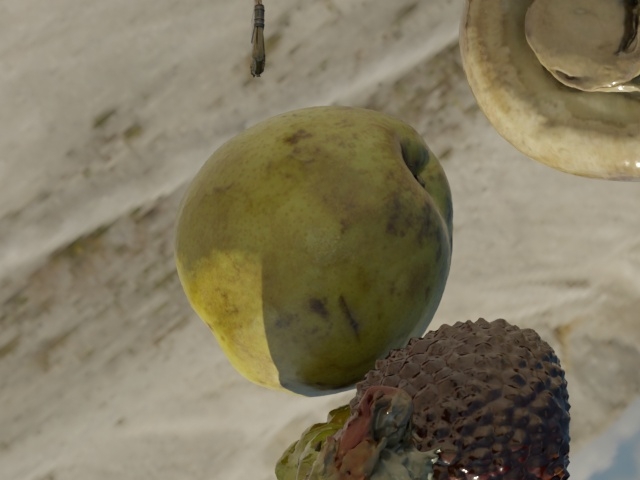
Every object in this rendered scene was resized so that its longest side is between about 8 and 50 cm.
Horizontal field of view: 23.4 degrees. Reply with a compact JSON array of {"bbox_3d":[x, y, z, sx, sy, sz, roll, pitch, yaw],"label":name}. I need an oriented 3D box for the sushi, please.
[{"bbox_3d":[0.025,0.194,1.075,0.097,0.103,0.226,-24,140,-36],"label":"sushi"}]

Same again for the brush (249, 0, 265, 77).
[{"bbox_3d":[-0.062,-0.246,1.544,0.014,0.170,0.043,3,160,-8],"label":"brush"}]

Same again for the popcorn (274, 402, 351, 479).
[{"bbox_3d":[0.070,0.264,1.500,0.250,0.235,0.242,-23,-136,48],"label":"popcorn"}]

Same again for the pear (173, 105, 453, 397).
[{"bbox_3d":[0.000,0.000,1.607,0.304,0.304,0.304,-39,180,0],"label":"pear"}]

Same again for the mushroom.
[{"bbox_3d":[0.149,-0.111,0.772,0.166,0.166,0.127,-39,165,18],"label":"mushroom"}]

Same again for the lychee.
[{"bbox_3d":[0.109,0.156,1.247,0.188,0.188,0.188,-39,180,0],"label":"lychee"}]
